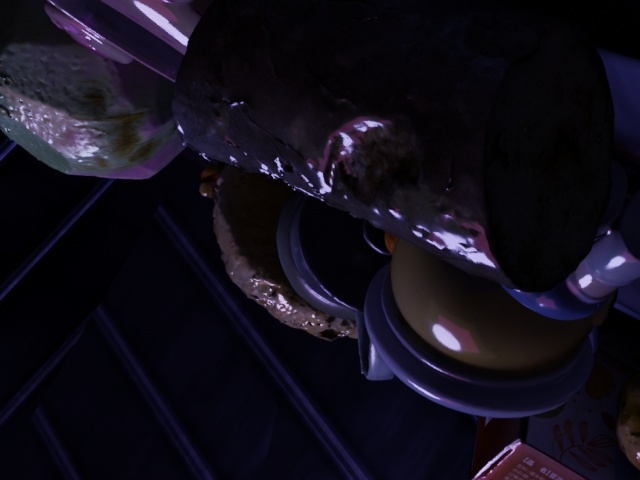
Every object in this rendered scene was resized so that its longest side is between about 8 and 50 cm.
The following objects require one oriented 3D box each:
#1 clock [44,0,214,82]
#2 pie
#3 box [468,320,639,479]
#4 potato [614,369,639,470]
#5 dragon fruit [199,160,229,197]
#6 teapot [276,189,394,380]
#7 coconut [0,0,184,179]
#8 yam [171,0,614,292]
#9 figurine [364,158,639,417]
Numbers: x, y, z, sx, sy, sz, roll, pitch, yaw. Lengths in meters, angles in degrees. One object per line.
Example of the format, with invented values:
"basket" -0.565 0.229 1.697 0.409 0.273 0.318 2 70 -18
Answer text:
"clock" -0.119 -0.187 0.843 0.284 0.114 0.309 31 177 24
"pie" 0.000 0.000 1.638 0.340 0.083 0.339 19 -142 -16
"box" 0.412 0.282 1.668 0.385 0.122 0.344 31 -144 -8
"potato" 0.548 0.266 1.551 0.369 0.176 0.195 23 157 -18
"dragon fruit" -0.091 -0.107 1.848 0.133 0.208 0.150 155 98 -71
"teapot" 0.058 0.021 1.333 0.200 0.270 0.337 -1 178 -4
"coconut" -0.204 -0.159 1.158 0.236 0.236 0.204 32 -153 -18
"yam" 0.038 -0.082 0.661 0.254 0.154 0.154 27 175 40
"figurine" 0.146 0.028 0.991 0.225 0.205 0.382 23 162 9
